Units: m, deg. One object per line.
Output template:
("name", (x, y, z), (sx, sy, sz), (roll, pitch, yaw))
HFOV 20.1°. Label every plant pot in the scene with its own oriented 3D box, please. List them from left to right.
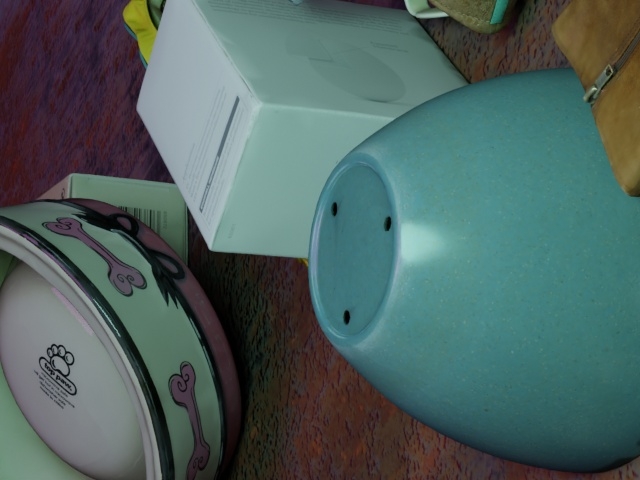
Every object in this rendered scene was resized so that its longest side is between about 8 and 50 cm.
("plant pot", (0.107, 0.015, 1.254), (0.290, 0.195, 0.290), (-18, 70, 62))

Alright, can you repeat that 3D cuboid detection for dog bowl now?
("dog bowl", (-0.251, 0.136, 1.845), (0.408, 0.150, 0.408), (23, 126, 35))

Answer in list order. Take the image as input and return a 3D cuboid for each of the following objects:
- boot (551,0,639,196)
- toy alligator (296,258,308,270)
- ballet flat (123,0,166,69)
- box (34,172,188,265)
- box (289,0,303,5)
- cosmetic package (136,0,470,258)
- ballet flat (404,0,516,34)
("boot", (0.244, -0.127, 1.052), (0.280, 0.096, 0.264), (-55, 45, 38))
("toy alligator", (0.000, 0.000, 1.644), (0.051, 0.056, 0.189), (62, 173, -33))
("ballet flat", (-0.165, -0.228, 1.999), (0.077, 0.077, 0.231), (-57, 32, 16))
("box", (-0.276, 0.021, 2.096), (0.311, 0.148, 0.121), (-23, 64, 60))
("box", (0.041, -0.368, 1.437), (0.242, 0.076, 0.307), (-30, 44, 31))
("cosmetic package", (-0.004, -0.095, 1.465), (0.224, 0.224, 0.138), (60, 137, 50))
("ballet flat", (0.072, -0.254, 1.501), (0.342, 0.116, 0.124), (43, 143, 54))
